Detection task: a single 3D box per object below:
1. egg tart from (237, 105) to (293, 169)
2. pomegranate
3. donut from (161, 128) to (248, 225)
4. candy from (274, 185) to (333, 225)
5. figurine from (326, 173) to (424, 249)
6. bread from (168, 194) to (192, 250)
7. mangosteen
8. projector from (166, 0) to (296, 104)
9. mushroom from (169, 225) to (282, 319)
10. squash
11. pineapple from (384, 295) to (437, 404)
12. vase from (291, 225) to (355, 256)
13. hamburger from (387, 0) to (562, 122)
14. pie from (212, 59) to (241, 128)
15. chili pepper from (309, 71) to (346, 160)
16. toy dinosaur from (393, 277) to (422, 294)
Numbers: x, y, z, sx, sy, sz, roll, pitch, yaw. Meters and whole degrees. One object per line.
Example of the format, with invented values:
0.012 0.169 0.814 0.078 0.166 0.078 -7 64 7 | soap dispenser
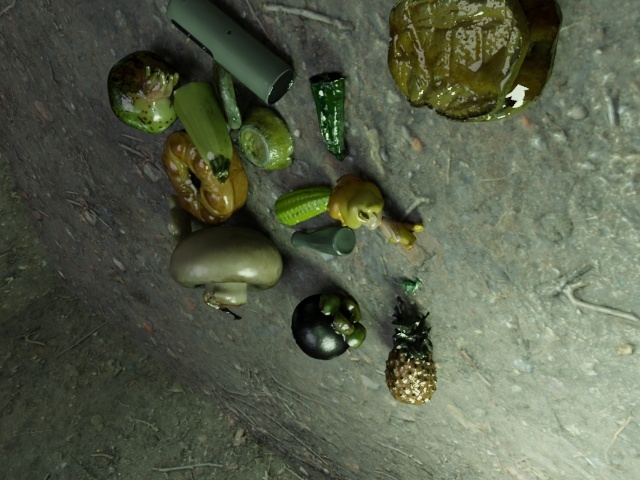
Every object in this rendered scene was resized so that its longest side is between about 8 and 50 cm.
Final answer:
-0.162 -0.272 1.440 0.197 0.078 0.197 26 136 28 | egg tart
-0.473 -0.437 1.500 0.277 0.204 0.222 -25 114 34 | pomegranate
-0.358 -0.203 1.636 0.299 0.150 0.317 41 144 7 | donut
-0.036 -0.103 1.465 0.210 0.096 0.096 -14 114 41 | candy
0.131 -0.065 1.319 0.246 0.131 0.156 33 -175 -6 | figurine
-0.496 -0.017 1.902 0.316 0.054 0.315 173 90 -83 | bread
0.021 0.270 1.672 0.243 0.243 0.242 26 139 25 | mangosteen
-0.215 -0.473 1.274 0.337 0.108 0.108 41 144 6 | projector
-0.301 0.107 1.698 0.362 0.362 0.294 -9 75 49 | mushroom
-0.303 -0.282 1.458 0.137 0.137 0.287 -32 80 53 | squash
0.263 0.312 1.527 0.169 0.169 0.340 16 123 35 | pineapple
0.000 0.000 1.537 0.214 0.086 0.086 1 125 50 | vase
0.261 -0.341 0.911 0.285 0.134 0.265 31 144 31 | hamburger
-0.247 -0.383 1.378 0.187 0.041 0.186 163 90 -81 | pie
0.034 -0.284 1.253 0.088 0.059 0.226 7 134 24 | chili pepper
0.241 0.120 1.456 0.083 0.021 0.062 33 135 12 | toy dinosaur
